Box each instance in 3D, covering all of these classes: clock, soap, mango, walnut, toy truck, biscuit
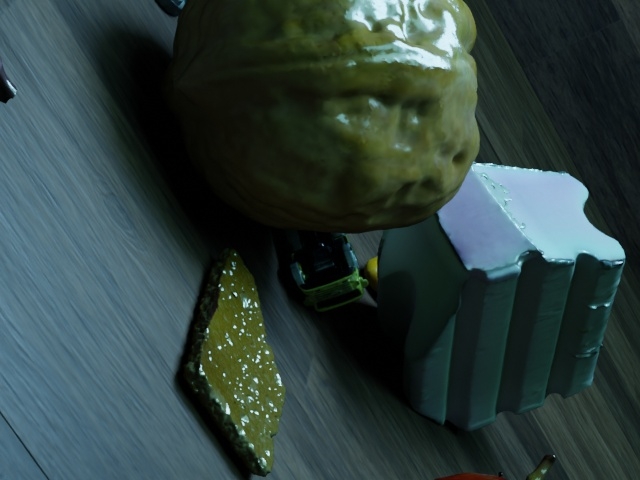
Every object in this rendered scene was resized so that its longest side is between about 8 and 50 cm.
[{"bbox_3d":[-0.171,-0.287,1.888,0.085,0.017,0.085,54,20,-30],"label":"clock"},{"bbox_3d":[0.205,0.068,2.029,0.446,0.261,0.156,86,-15,-63],"label":"soap"},{"bbox_3d":[0.082,0.044,2.129,0.089,0.046,0.060,13,50,-53],"label":"mango"},{"bbox_3d":[0.000,-0.154,1.738,0.344,0.306,0.306,-5,66,-35],"label":"walnut"},{"bbox_3d":[0.000,0.000,1.899,0.100,0.077,0.169,64,7,-55],"label":"toy truck"},{"bbox_3d":[-0.075,0.110,1.601,0.131,0.026,0.237,59,17,-22],"label":"biscuit"}]

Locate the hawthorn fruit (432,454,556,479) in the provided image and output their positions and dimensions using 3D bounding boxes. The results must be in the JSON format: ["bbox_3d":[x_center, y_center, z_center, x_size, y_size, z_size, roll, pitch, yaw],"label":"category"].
[{"bbox_3d":[0.151,0.314,1.632,0.230,0.210,0.266,39,63,-26],"label":"hawthorn fruit"}]

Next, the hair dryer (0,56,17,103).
[{"bbox_3d":[-0.283,-0.170,1.355,0.106,0.054,0.154,-92,156,-43],"label":"hair dryer"}]
